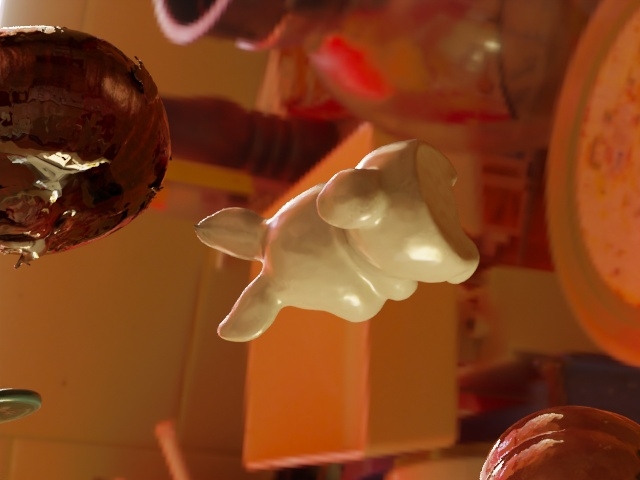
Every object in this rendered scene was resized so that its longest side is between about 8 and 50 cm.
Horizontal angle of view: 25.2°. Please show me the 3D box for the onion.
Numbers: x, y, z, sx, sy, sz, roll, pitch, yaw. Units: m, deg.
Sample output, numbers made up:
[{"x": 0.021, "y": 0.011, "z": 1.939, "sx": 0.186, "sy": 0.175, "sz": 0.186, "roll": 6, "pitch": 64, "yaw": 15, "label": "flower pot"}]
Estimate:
[{"x": -0.305, "y": -0.090, "z": 1.501, "sx": 0.314, "sy": 0.314, "sz": 0.232, "roll": -54, "pitch": 38, "yaw": 46, "label": "onion"}]

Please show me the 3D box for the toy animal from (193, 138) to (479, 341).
[{"x": 0.009, "y": 0.001, "z": 1.875, "sx": 0.367, "sy": 0.241, "sz": 0.196, "roll": -24, "pitch": 65, "yaw": 34, "label": "toy animal"}]

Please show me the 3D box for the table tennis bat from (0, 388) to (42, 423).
[{"x": -0.434, "y": 0.205, "z": 1.724, "sx": 0.124, "sy": 0.201, "sz": 0.033, "roll": -35, "pitch": 63, "yaw": 48, "label": "table tennis bat"}]

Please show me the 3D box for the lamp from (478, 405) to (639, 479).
[{"x": 0.289, "y": 0.292, "z": 1.366, "sx": 0.239, "sy": 0.305, "sz": 0.305, "roll": -33, "pitch": 44, "yaw": 17, "label": "lamp"}]
